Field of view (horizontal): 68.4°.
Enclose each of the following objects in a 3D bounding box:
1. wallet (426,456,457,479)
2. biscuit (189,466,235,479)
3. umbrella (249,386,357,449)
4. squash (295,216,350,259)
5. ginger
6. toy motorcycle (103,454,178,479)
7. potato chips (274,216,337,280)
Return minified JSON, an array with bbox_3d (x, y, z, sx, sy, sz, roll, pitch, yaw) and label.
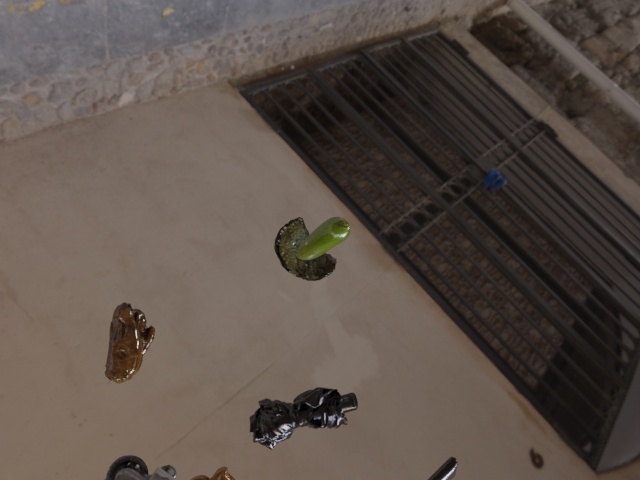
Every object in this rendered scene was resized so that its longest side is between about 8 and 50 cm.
[{"bbox_3d":[0.425,0.920,1.757,0.250,0.044,0.149,-32,136,-25],"label":"wallet"},{"bbox_3d":[-0.235,0.556,0.978,0.250,0.163,0.035,-7,-174,-3],"label":"biscuit"},{"bbox_3d":[-0.042,0.413,1.123,0.272,0.122,0.110,-20,-175,17],"label":"umbrella"},{"bbox_3d":[0.000,0.000,1.166,0.066,0.066,0.201,-32,179,-44],"label":"squash"},{"bbox_3d":[-0.393,0.211,0.984,0.103,0.073,0.162,81,12,-82],"label":"ginger"},{"bbox_3d":[-0.297,0.518,0.855,0.171,0.260,0.110,-58,-176,-20],"label":"toy motorcycle"},{"bbox_3d":[-0.045,0.037,1.479,0.029,0.220,0.202,-39,-158,46],"label":"potato chips"}]
